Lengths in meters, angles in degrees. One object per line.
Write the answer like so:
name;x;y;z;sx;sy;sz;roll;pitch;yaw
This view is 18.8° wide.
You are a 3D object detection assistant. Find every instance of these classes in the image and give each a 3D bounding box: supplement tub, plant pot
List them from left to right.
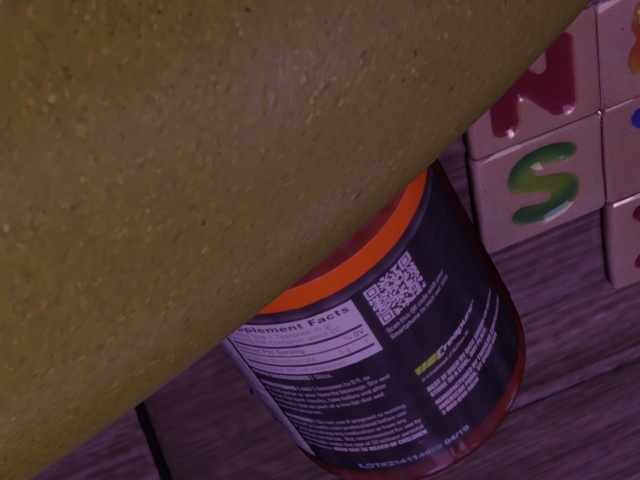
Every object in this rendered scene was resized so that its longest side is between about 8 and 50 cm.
plant pot;-0.069;-0.080;0.497;0.294;0.275;0.274;-22;141;-33
supplement tub;0.000;0.000;0.699;0.106;0.106;0.198;-30;138;1

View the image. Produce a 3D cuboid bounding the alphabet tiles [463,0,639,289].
alphabet tiles;0.181;-0.123;0.746;0.285;0.011;0.342;-21;138;-8
